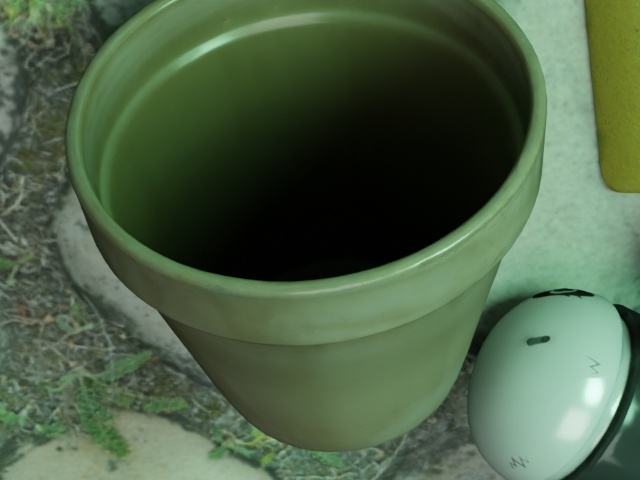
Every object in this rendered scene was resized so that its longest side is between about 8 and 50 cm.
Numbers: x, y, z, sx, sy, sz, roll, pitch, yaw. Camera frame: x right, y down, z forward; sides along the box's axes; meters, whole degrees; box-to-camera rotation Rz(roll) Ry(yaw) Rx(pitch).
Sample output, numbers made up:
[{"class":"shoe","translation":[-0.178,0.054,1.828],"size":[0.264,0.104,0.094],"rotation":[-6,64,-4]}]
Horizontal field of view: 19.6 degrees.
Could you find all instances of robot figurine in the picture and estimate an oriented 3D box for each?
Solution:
[{"class":"robot figurine","translation":[0.251,0.148,1.505],"size":[0.278,0.173,0.209],"rotation":[27,100,-19]}]

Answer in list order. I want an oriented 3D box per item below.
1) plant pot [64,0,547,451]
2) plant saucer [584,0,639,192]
[{"class":"plant pot","translation":[0.000,0.000,1.336],"size":[0.323,0.323,0.280],"rotation":[-7,138,0]},{"class":"plant saucer","translation":[0.363,-0.181,1.354],"size":[0.332,0.081,0.333],"rotation":[-10,123,3]}]
